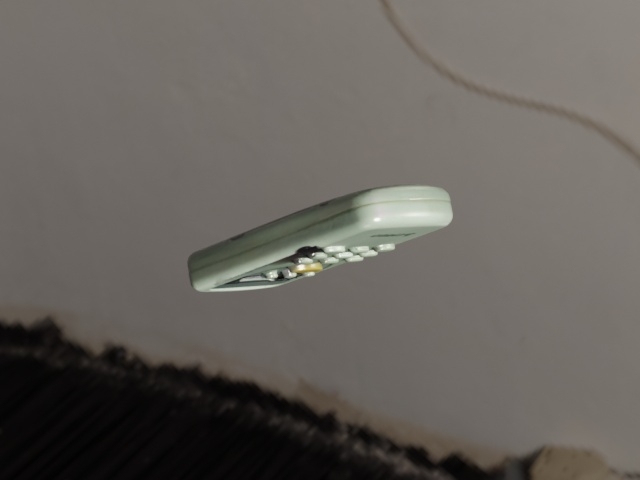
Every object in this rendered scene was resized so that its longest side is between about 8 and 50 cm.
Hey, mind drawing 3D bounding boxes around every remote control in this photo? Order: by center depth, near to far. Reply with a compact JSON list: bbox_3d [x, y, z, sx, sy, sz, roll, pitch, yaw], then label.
[{"bbox_3d":[0.000,0.000,1.722,0.296,0.140,0.056,-19,80,44],"label":"remote control"}]
